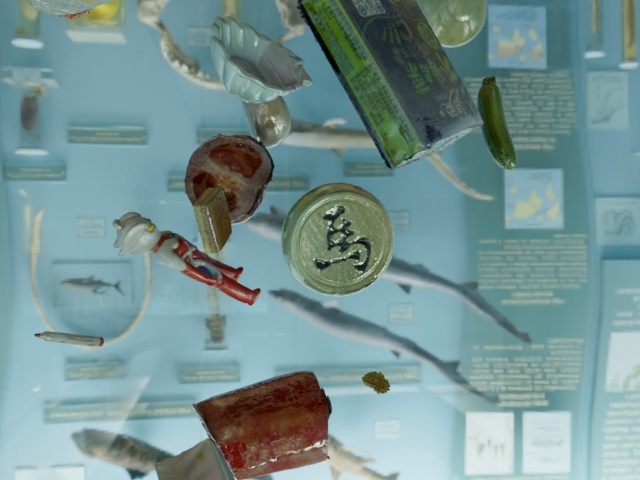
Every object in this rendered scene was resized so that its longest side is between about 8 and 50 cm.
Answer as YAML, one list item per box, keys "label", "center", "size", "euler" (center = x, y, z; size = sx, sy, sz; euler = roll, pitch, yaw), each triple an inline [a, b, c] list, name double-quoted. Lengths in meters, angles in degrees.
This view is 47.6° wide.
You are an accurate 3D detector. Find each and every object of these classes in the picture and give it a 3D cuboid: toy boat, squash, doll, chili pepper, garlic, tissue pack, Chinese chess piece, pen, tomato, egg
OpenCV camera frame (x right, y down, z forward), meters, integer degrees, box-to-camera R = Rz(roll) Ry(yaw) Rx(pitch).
- label: "toy boat"
  center: [-0.136, -0.359, 1.509]
  size: [0.100, 0.199, 0.290]
  euler: [-40, 162, 31]
- label: "squash"
  center: [0.433, -0.290, 1.807]
  size: [0.069, 0.258, 0.069]
  euler: [-9, 163, -3]
- label: "doll"
  center: [-0.320, 0.039, 1.702]
  size: [0.384, 0.099, 0.188]
  euler: [26, -172, -37]
- label: "chili pepper"
  center: [-0.132, 0.458, 1.745]
  size: [0.305, 0.229, 0.251]
  euler: [-15, -136, -16]
- label: "garlic"
  center: [-0.149, -0.336, 1.790]
  size: [0.148, 0.266, 0.128]
  euler: [7, -142, 21]
- label: "tissue pack"
  center: [0.155, -0.363, 1.507]
  size: [0.124, 0.394, 0.288]
  euler: [-32, 177, 41]
- label: "tissue pack"
  center: [-0.191, 0.505, 1.300]
  size: [0.124, 0.225, 0.185]
  euler: [-25, 143, -8]
- label: "Chinese chess piece"
  center: [0.039, -0.002, 1.581]
  size: [0.250, 0.250, 0.101]
  euler: [-1, -170, -9]
- label: "pen"
  center: [-0.561, 0.219, 1.621]
  size: [0.026, 0.026, 0.218]
  euler: [-1, 168, 22]
- label: "tomato"
  center: [-0.219, -0.138, 1.734]
  size: [0.199, 0.228, 0.112]
  euler: [31, 163, 7]
- label: "egg"
  center: [0.395, -0.742, 2.229]
  size: [0.218, 0.295, 0.218]
  euler: [-10, -177, 1]

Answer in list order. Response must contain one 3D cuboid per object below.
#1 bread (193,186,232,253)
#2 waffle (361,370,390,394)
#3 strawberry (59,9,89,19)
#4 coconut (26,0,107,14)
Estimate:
- label: "bread"
  center: [-0.190, -0.036, 1.288]
  size: [0.035, 0.094, 0.090]
  euler: [-5, -156, 13]
- label: "waffle"
  center: [0.167, 0.423, 2.153]
  size: [0.078, 0.016, 0.085]
  euler: [-22, -125, -38]
- label: "strawberry"
  center: [-0.565, -0.585, 1.645]
  size: [0.121, 0.188, 0.082]
  euler: [0, 164, -16]
- label: "coconut"
  center: [-0.515, -0.631, 1.426]
  size: [0.344, 0.415, 0.415]
  euler: [-3, -179, -33]
